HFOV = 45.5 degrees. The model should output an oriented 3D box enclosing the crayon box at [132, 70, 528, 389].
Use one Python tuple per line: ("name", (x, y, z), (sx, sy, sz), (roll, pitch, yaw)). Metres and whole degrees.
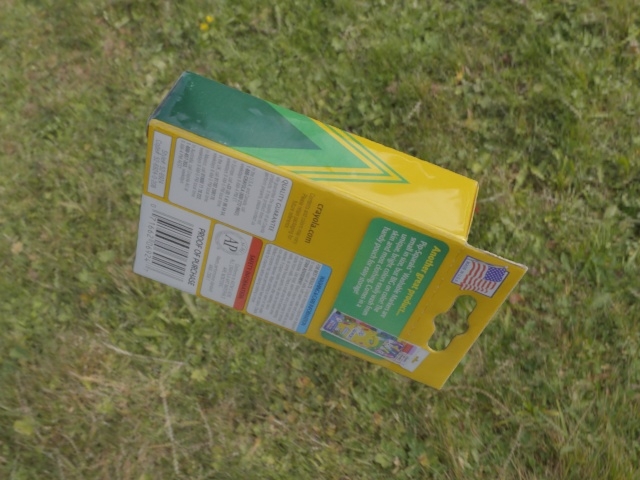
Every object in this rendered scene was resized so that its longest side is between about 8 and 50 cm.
("crayon box", (0.000, 0.000, 0.696), (0.323, 0.203, 0.083), (22, 47, 0))
